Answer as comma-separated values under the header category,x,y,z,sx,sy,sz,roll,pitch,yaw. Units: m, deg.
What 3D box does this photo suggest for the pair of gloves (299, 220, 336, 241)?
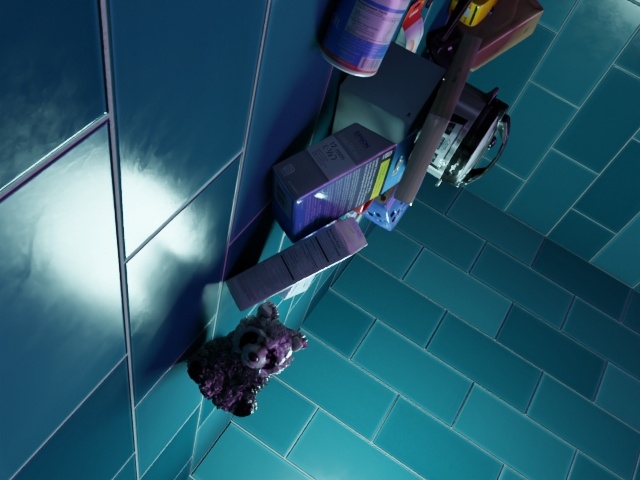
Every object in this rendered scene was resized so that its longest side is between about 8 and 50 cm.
category,x,y,z,sx,sy,sz,roll,pitch,yaw
pair of gloves,0.000,0.000,2.166,0.159,0.023,0.198,-30,131,-21

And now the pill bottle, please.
category,x,y,z,sx,sy,sz,roll,pitch,yaw
pill bottle,0.092,-0.431,1.191,0.124,0.124,0.221,-45,164,-54

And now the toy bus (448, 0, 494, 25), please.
category,x,y,z,sx,sy,sz,roll,pitch,yaw
toy bus,0.585,-0.893,2.222,0.332,0.130,0.108,-54,169,-21

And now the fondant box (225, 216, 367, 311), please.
category,x,y,z,sx,sy,sz,roll,pitch,yaw
fondant box,-0.056,0.057,1.691,0.330,0.096,0.238,-27,179,15

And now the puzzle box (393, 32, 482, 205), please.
category,x,y,z,sx,sy,sz,roll,pitch,yaw
puzzle box,0.297,-0.310,1.607,0.272,0.052,0.409,107,8,-47

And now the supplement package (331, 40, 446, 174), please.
category,x,y,z,sx,sy,sz,roll,pitch,yaw
supplement package,0.166,-0.338,1.654,0.198,0.199,0.262,-56,171,-23

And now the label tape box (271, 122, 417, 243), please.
category,x,y,z,sx,sy,sz,roll,pitch,yaw
label tape box,0.052,-0.160,1.568,0.348,0.115,0.249,-32,163,-16

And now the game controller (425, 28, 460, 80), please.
category,x,y,z,sx,sy,sz,roll,pitch,yaw
game controller,0.446,-0.655,2.251,0.319,0.067,0.166,-43,118,-57

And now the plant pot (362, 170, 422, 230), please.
category,x,y,z,sx,sy,sz,roll,pitch,yaw
plant pot,0.212,-0.207,2.301,0.236,0.236,0.212,-56,164,-6

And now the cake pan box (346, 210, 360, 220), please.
category,x,y,z,sx,sy,sz,roll,pitch,yaw
cake pan box,0.182,-0.203,2.649,0.267,0.070,0.246,-57,169,1

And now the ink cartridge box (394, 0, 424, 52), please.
category,x,y,z,sx,sy,sz,roll,pitch,yaw
ink cartridge box,0.262,-0.592,1.809,0.145,0.045,0.179,-49,170,-45

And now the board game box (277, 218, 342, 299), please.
category,x,y,z,sx,sy,sz,roll,pitch,yaw
board game box,-0.035,0.053,2.354,0.318,0.066,0.318,-59,171,7

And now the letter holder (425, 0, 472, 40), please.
category,x,y,z,sx,sy,sz,roll,pitch,yaw
letter holder,0.286,-0.603,1.417,0.214,0.152,0.302,-57,-177,43

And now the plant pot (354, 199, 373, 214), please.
category,x,y,z,sx,sy,sz,roll,pitch,yaw
plant pot,0.094,-0.197,1.836,0.191,0.174,0.191,-54,170,-14

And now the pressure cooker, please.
category,x,y,z,sx,sy,sz,roll,pitch,yaw
pressure cooker,0.494,-0.424,2.424,0.375,0.420,0.370,-55,172,-10

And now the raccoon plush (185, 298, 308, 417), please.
category,x,y,z,sx,sy,sz,roll,pitch,yaw
raccoon plush,-0.202,0.272,1.783,0.299,0.216,0.446,-46,-160,4

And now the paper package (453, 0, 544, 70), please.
category,x,y,z,sx,sy,sz,roll,pitch,yaw
paper package,0.677,-0.832,2.484,0.309,0.168,0.325,-32,176,12
